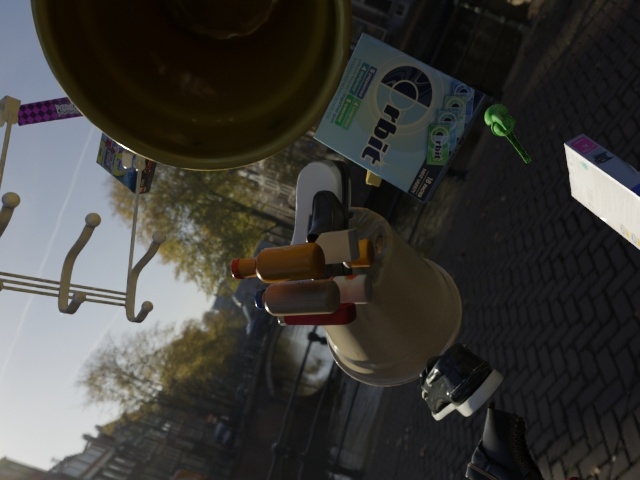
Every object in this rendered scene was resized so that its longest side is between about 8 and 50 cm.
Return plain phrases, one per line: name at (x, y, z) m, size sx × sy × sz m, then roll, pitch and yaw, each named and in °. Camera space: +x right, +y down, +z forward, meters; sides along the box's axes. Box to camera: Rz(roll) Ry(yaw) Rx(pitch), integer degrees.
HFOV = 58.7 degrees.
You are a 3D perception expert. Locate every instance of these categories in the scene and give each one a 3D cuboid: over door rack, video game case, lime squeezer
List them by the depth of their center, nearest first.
over door rack at (-0.359, -0.052, 0.845) m, size 0.108 × 0.239 × 0.324 m, roll -27°, pitch 60°, yaw 34°
video game case at (-0.391, -0.253, 1.044) m, size 0.210 × 0.232 × 0.042 m, roll -45°, pitch -51°, yaw -64°
lime squeezer at (0.446, -0.268, 1.351) m, size 0.059 × 0.110 × 0.310 m, roll -52°, pitch -26°, yaw 12°

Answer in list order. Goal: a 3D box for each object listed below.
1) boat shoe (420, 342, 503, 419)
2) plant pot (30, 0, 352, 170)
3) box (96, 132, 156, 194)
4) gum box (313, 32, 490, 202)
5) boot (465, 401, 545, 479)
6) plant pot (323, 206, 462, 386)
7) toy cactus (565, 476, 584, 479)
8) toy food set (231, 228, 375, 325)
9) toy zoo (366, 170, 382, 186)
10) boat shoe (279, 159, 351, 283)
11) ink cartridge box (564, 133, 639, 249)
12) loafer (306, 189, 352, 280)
boat shoe at (0.215, 0.228, 0.943) m, size 0.114 × 0.091 × 0.302 m, roll -41°, pitch -14°, yaw -16°
plant pot at (-0.106, -0.233, 0.544) m, size 0.239 × 0.254 × 0.254 m, roll -97°, pitch 26°, yaw -54°
box at (-0.454, -0.250, 1.371) m, size 0.044 × 0.159 × 0.233 m, roll -24°, pitch -35°, yaw -54°
gum box at (0.103, -0.164, 0.762) m, size 0.157 × 0.184 × 0.041 m, roll -63°, pitch -18°, yaw 20°
boot at (0.335, 0.355, 0.934) m, size 0.198 × 0.077 × 0.137 m, roll 6°, pitch 73°, yaw 50°
plant pot at (0.103, 0.101, 1.224) m, size 0.305 × 0.334 × 0.334 m, roll 51°, pitch -131°, yaw -47°
toy cactus at (0.145, 0.265, 0.444) m, size 0.219 × 0.112 × 0.180 m, roll -49°, pitch 7°, yaw -10°
toy food set at (-0.010, 0.048, 0.720) m, size 0.232 × 0.104 × 0.111 m, roll -16°, pitch -80°, yaw -68°
toy zoo at (0.142, -0.234, 1.205) m, size 0.293 × 0.030 × 0.192 m, roll -73°, pitch 0°, yaw -65°
boat shoe at (0.000, 0.000, 1.043) m, size 0.102 × 0.108 × 0.301 m, roll -21°, pitch -59°, yaw -58°
ink cartridge box at (0.695, -0.101, 1.322) m, size 0.065 × 0.186 × 0.311 m, roll -29°, pitch 41°, yaw 3°
loafer at (0.007, -0.007, 0.894) m, size 0.062 × 0.061 × 0.170 m, roll -32°, pitch 57°, yaw 39°
